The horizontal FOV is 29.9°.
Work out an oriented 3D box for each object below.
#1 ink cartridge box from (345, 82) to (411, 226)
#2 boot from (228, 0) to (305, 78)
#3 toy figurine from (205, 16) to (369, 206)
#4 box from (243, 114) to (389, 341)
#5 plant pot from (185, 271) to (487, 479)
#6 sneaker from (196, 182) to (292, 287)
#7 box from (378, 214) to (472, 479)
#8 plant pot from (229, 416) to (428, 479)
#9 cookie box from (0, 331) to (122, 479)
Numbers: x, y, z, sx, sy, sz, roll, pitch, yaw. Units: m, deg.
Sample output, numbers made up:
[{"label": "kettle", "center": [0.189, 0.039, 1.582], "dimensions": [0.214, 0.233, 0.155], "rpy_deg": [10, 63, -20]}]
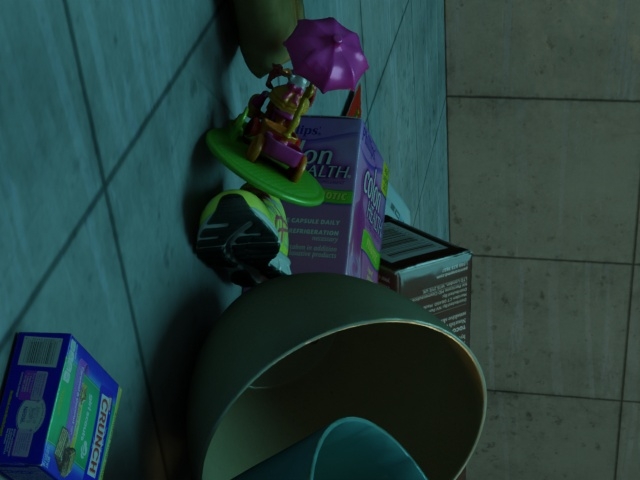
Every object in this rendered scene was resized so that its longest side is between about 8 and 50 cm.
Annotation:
[{"label": "ink cartridge box", "center": [0.080, -0.003, 1.843], "dimensions": [0.308, 0.091, 0.385], "rpy_deg": [-71, 161, -52]}, {"label": "boot", "center": [-0.066, -0.264, 1.115], "dimensions": [0.269, 0.089, 0.236], "rpy_deg": [82, 17, -45]}, {"label": "toy figurine", "center": [-0.018, -0.141, 1.150], "dimensions": [0.159, 0.130, 0.173], "rpy_deg": [-59, -162, 18]}, {"label": "box", "center": [0.000, 0.000, 1.409], "dimensions": [0.213, 0.117, 0.243], "rpy_deg": [49, 45, -73]}, {"label": "plant pot", "center": [-0.010, 0.139, 1.152], "dimensions": [0.191, 0.284, 0.284], "rpy_deg": [-126, -156, -50]}, {"label": "sneaker", "center": [-0.075, -0.020, 1.182], "dimensions": [0.208, 0.081, 0.094], "rpy_deg": [75, 14, -73]}, {"label": "box", "center": [0.097, 0.175, 1.641], "dimensions": [0.143, 0.191, 0.381], "rpy_deg": [-13, 114, -33]}, {"label": "plant pot", "center": [-0.026, 0.322, 0.967], "dimensions": [0.293, 0.235, 0.293], "rpy_deg": [49, 25, -33]}, {"label": "cookie box", "center": [-0.176, 0.123, 0.808], "dimensions": [0.107, 0.040, 0.092], "rpy_deg": [71, 25, -62]}]
